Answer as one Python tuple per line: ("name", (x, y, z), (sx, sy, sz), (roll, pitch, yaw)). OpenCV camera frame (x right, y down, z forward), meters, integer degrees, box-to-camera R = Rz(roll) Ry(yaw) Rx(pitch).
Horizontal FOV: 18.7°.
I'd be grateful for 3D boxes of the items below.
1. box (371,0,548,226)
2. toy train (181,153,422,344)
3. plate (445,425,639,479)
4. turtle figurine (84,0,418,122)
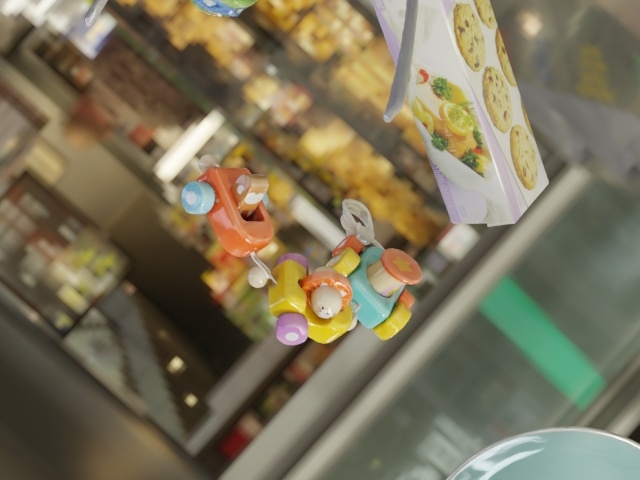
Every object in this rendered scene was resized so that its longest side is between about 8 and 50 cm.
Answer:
("box", (0.091, -0.161, 1.477), (0.063, 0.067, 0.324), (0, 123, 36))
("toy train", (0.000, 0.000, 1.149), (0.166, 0.046, 0.125), (6, -124, -48))
("plate", (0.166, 0.202, 1.394), (0.188, 0.188, 0.024), (42, -158, -26))
("turtle figurine", (0.008, -0.233, 1.199), (0.198, 0.266, 0.274), (24, -163, -4))
